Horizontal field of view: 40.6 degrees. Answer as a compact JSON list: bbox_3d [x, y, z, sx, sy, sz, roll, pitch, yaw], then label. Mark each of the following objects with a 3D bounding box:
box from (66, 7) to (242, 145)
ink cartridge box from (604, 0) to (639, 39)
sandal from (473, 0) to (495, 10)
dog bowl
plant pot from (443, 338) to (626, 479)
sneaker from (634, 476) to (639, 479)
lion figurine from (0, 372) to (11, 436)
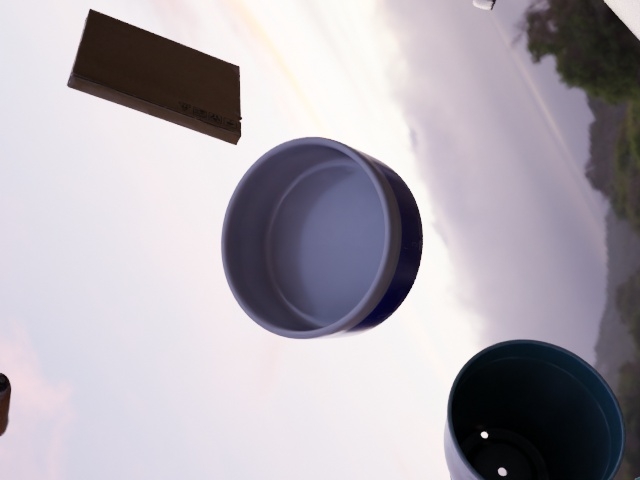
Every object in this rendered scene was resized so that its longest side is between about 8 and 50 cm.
[{"bbox_3d":[-0.190,-0.197,1.032,0.201,0.021,0.164,18,-144,-20],"label":"box"},{"bbox_3d":[0.273,-0.164,0.518,0.092,0.160,0.219,45,-161,-45],"label":"ink cartridge box"},{"bbox_3d":[0.234,-0.334,0.844,0.107,0.167,0.446,24,176,4],"label":"sandal"},{"bbox_3d":[0.000,0.000,1.159,0.104,0.265,0.265,11,-128,-58],"label":"dog bowl"},{"bbox_3d":[0.321,0.339,1.414,0.255,0.272,0.271,95,161,-56],"label":"plant pot"},{"bbox_3d":[0.455,0.426,1.096,0.124,0.178,0.295,66,-164,-52],"label":"sneaker"},{"bbox_3d":[-0.433,0.162,0.879,0.142,0.240,0.392,-17,-135,-36],"label":"lion figurine"}]
